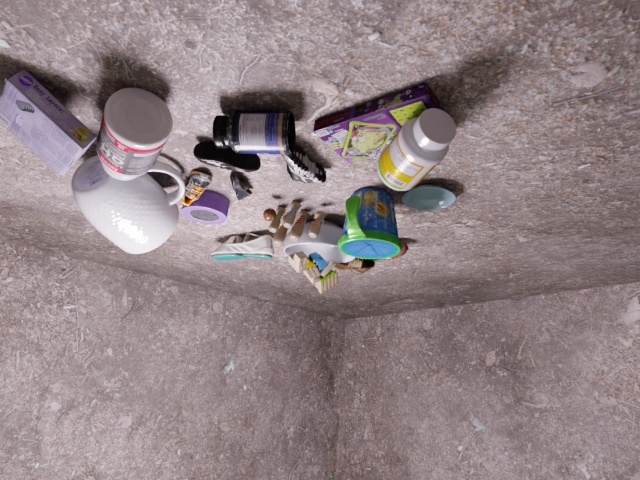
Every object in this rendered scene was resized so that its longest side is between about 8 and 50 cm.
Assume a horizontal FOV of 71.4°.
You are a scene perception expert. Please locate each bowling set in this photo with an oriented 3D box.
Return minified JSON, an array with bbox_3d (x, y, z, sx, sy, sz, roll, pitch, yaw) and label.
[{"bbox_3d":[-0.130,-0.104,1.852,0.287,0.154,0.200,-10,137,39],"label":"bowling set"}]

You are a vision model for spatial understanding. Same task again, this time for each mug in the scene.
[{"bbox_3d":[-0.680,-0.165,1.629,0.374,0.276,0.328,-22,146,3],"label":"mug"}]

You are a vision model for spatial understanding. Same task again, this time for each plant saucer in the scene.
[{"bbox_3d":[0.398,-0.167,1.649,0.194,0.038,0.195,5,160,2],"label":"plant saucer"}]

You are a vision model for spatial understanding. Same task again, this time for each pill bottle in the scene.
[{"bbox_3d":[-0.188,-0.309,1.271,0.219,0.123,0.123,3,160,8],"label":"pill bottle"},{"bbox_3d":[0.256,-0.242,1.195,0.136,0.136,0.246,9,160,-12],"label":"pill bottle"},{"bbox_3d":[-0.561,-0.295,1.319,0.176,0.176,0.318,16,158,-27],"label":"pill bottle"}]

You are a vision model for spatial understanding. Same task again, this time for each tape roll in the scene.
[{"bbox_3d":[-0.483,-0.140,1.877,0.188,0.080,0.189,4,159,2],"label":"tape roll"}]

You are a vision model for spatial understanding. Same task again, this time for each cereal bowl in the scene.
[{"bbox_3d":[0.000,0.000,2.046,0.338,0.141,0.339,3,162,1],"label":"cereal bowl"}]

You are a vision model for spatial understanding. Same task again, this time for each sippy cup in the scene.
[{"bbox_3d":[0.191,-0.069,1.694,0.239,0.224,0.305,6,161,-5],"label":"sippy cup"}]

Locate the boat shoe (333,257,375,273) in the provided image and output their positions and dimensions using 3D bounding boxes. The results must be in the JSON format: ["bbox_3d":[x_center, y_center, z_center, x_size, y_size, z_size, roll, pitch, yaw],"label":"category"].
[{"bbox_3d":[0.168,0.096,2.343,0.119,0.123,0.324,-18,158,37],"label":"boat shoe"}]

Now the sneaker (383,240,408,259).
[{"bbox_3d":[0.278,0.034,2.145,0.276,0.098,0.135,-1,162,21],"label":"sneaker"}]

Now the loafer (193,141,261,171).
[{"bbox_3d":[-0.307,-0.275,1.482,0.220,0.080,0.078,13,169,-7],"label":"loafer"}]

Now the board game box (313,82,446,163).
[{"bbox_3d":[0.178,-0.319,1.270,0.346,0.056,0.208,-9,152,34],"label":"board game box"}]

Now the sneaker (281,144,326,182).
[{"bbox_3d":[-0.080,-0.246,1.485,0.106,0.078,0.234,-10,158,30],"label":"sneaker"}]

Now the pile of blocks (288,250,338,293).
[{"bbox_3d":[-0.031,0.110,2.047,0.112,0.149,0.362,45,178,36],"label":"pile of blocks"}]

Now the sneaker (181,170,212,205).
[{"bbox_3d":[-0.477,-0.199,1.707,0.084,0.083,0.215,18,155,-28],"label":"sneaker"}]

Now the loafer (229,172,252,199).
[{"bbox_3d":[-0.301,-0.211,1.684,0.061,0.062,0.170,-17,164,-5],"label":"loafer"}]

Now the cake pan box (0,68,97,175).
[{"bbox_3d":[-0.811,-0.329,1.306,0.266,0.070,0.246,-19,121,46],"label":"cake pan box"}]

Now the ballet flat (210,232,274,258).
[{"bbox_3d":[-0.391,0.031,2.262,0.400,0.139,0.139,-3,159,34],"label":"ballet flat"}]
